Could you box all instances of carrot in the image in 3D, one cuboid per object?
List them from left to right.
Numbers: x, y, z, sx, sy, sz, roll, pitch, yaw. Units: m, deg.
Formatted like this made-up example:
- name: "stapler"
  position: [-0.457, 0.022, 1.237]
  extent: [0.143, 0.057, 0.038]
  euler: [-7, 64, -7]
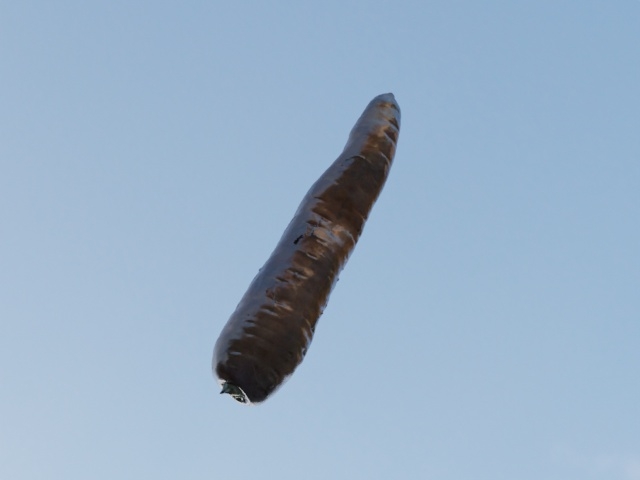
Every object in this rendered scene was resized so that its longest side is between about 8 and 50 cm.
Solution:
- name: "carrot"
  position: [-0.001, 0.000, 0.620]
  extent: [0.036, 0.035, 0.165]
  euler: [50, -126, -33]
